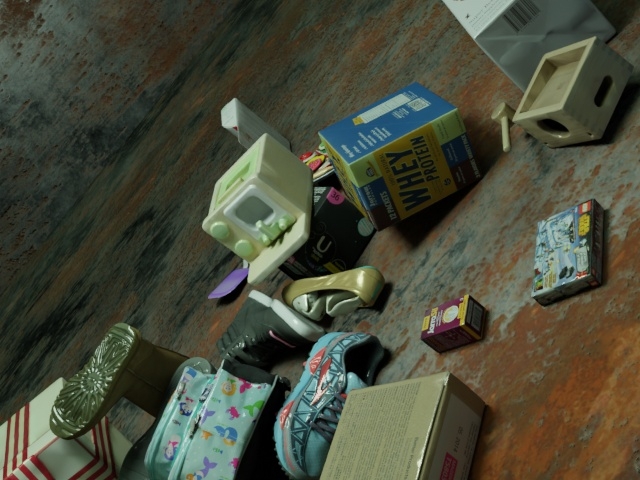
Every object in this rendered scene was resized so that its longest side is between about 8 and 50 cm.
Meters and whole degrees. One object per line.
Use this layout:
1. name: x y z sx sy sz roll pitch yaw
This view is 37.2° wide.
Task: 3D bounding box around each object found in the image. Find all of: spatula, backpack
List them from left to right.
1. backpack: -0.159 0.327 1.453 0.225 0.191 0.254 94 -171 -60
2. spatula: -0.148 0.008 2.062 0.084 0.030 0.297 -9 48 53

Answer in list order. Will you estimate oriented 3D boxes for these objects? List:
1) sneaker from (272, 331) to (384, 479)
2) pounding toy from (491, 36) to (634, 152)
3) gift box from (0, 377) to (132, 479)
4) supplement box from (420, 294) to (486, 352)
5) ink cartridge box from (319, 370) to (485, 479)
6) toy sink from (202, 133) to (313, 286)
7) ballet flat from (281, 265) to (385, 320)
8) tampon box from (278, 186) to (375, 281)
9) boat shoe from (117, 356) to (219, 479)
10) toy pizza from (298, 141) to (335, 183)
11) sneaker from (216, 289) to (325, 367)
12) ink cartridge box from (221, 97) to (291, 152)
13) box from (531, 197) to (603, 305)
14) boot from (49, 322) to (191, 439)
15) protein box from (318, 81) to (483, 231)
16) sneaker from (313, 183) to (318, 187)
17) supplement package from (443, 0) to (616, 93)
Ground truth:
1. sneaker: 0.018 0.239 1.418 0.125 0.104 0.262 -18 41 45
2. pounding toy: 0.355 -0.192 1.463 0.181 0.094 0.206 -63 19 -12
3. gift box: -0.501 0.466 1.790 0.276 0.255 0.258 -44 24 0
4. supplement box: 0.190 0.120 1.364 0.083 0.043 0.055 -27 36 41
5. ink cartridge box: 0.095 0.301 1.233 0.193 0.088 0.235 -18 40 46
6. toy sink: -0.113 -0.059 1.703 0.153 0.131 0.234 -42 24 26
7. ballet flat: 0.008 0.099 1.631 0.232 0.080 0.073 -19 41 43
8. tampon box: 0.000 0.000 1.732 0.161 0.120 0.101 -58 25 -13
9. boat shoe: -0.261 0.371 1.717 0.118 0.103 0.321 10 68 39
10. toy pizza: 0.006 -0.174 1.984 0.201 0.032 0.201 -29 19 11
11. sneaker: -0.092 0.181 1.678 0.147 0.104 0.295 -57 21 -9
12. ink cartridge box: -0.141 -0.210 2.161 0.056 0.181 0.225 -41 29 21
13. box: 0.335 0.015 1.287 0.094 0.027 0.137 -28 34 41
14. boot: -0.337 0.291 1.739 0.089 0.269 0.236 33 80 32
15. protein box: 0.132 -0.148 1.626 0.201 0.136 0.200 -28 27 -4
16. sneaker: -0.032 -0.064 1.927 0.086 0.064 0.192 -46 23 20
17. supplement package: 0.342 -0.401 1.645 0.177 0.175 0.293 -44 27 16
